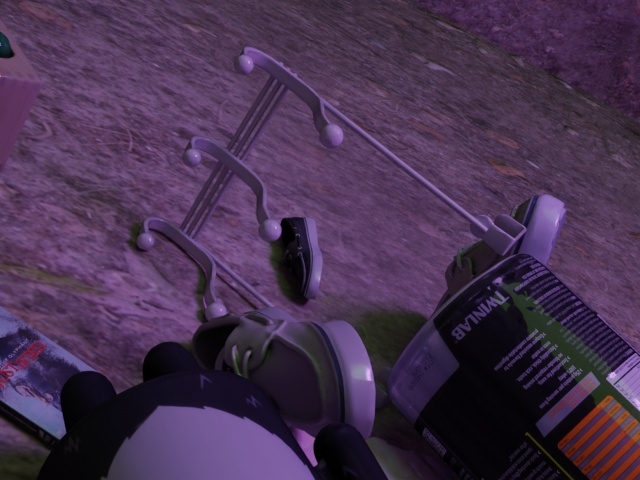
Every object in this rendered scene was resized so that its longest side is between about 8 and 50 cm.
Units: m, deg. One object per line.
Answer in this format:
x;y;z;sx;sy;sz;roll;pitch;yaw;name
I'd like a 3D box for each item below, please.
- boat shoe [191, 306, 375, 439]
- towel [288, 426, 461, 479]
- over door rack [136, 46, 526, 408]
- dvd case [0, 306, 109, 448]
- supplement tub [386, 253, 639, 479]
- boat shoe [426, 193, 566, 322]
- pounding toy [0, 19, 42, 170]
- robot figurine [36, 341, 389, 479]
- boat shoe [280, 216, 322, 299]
-0.041;0.102;0.739;0.088;0.096;0.267;-4;10;-21;boat shoe
0.109;0.301;0.730;0.332;0.053;0.317;23;28;-24;towel
0.000;0.000;0.887;0.324;0.239;0.108;34;26;-1;over door rack
-0.232;0.100;0.707;0.119;0.013;0.087;34;26;-1;dvd case
0.226;0.180;0.799;0.316;0.193;0.194;47;29;20;supplement tub
0.182;0.050;1.009;0.094;0.302;0.109;25;54;9;boat shoe
-0.345;-0.162;0.864;0.100;0.141;0.130;0;43;-49;pounding toy
-0.070;0.190;0.554;0.173;0.209;0.278;39;10;-51;robot figurine
-0.024;0.019;1.054;0.040;0.049;0.142;8;31;-11;boat shoe
